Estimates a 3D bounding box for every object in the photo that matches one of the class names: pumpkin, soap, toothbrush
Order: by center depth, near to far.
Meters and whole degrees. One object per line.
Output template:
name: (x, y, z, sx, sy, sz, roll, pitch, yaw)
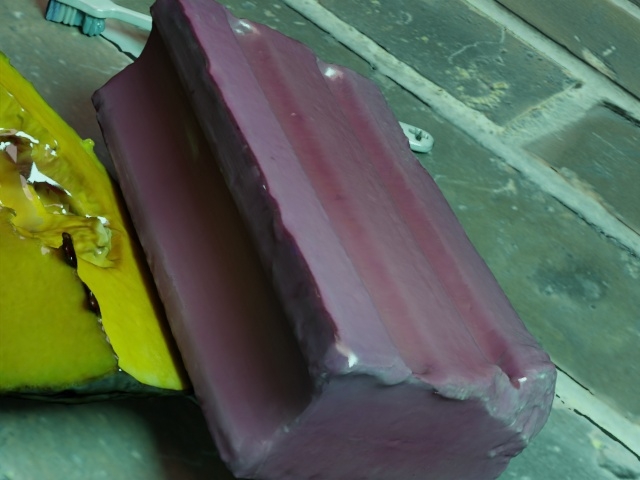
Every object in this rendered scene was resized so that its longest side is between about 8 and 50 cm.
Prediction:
pumpkin: (-0.208, 0.003, 0.760, 0.312, 0.148, 0.169, 61, 8, 17)
soap: (0.000, 0.000, 0.804, 0.233, 0.128, 0.359, 18, 34, -41)
toothbrush: (-0.068, -0.160, 1.072, 0.386, 0.040, 0.040, 19, 38, -9)
